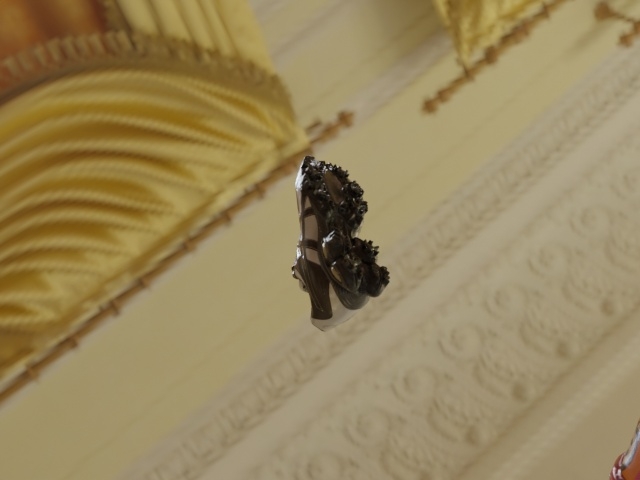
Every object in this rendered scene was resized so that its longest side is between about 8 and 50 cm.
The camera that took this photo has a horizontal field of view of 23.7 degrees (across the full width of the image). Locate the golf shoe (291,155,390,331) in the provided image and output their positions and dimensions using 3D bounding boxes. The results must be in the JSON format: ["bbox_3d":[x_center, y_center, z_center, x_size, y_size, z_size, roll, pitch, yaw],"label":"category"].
[{"bbox_3d":[0.000,0.000,1.451,0.094,0.077,0.198,-53,-150,30],"label":"golf shoe"}]

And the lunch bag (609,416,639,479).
[{"bbox_3d":[0.343,0.181,0.897,0.293,0.120,0.258,10,-156,-25],"label":"lunch bag"}]
